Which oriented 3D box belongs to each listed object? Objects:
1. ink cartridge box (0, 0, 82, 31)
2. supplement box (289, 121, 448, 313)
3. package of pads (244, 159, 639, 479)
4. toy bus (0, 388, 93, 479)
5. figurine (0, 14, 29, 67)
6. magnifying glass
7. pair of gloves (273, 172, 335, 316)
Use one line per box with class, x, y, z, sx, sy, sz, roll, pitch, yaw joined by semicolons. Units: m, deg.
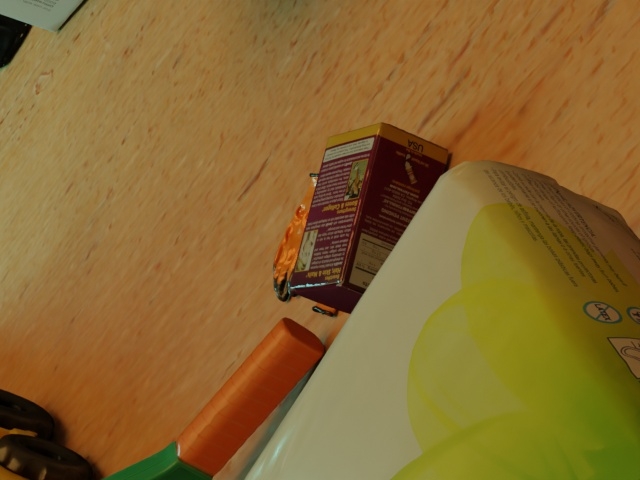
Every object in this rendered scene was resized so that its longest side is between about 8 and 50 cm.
ink cartridge box;-0.231;-0.313;1.389;0.232;0.168;0.171;-37;42;48
supplement box;0.024;-0.009;0.841;0.055;0.043;0.083;-8;64;60
package of pads;0.047;0.143;0.630;0.297;0.101;0.229;-58;30;20
toy bus;-0.273;0.163;1.093;0.220;0.211;0.149;28;95;62
figurine;-0.371;-0.279;1.583;0.092;0.209;0.215;-50;32;33
magnifying glass;-0.081;0.131;0.910;0.231;0.092;0.026;-48;28;18
pair of gloves;0.000;0.000;0.915;0.083;0.010;0.074;14;84;62
